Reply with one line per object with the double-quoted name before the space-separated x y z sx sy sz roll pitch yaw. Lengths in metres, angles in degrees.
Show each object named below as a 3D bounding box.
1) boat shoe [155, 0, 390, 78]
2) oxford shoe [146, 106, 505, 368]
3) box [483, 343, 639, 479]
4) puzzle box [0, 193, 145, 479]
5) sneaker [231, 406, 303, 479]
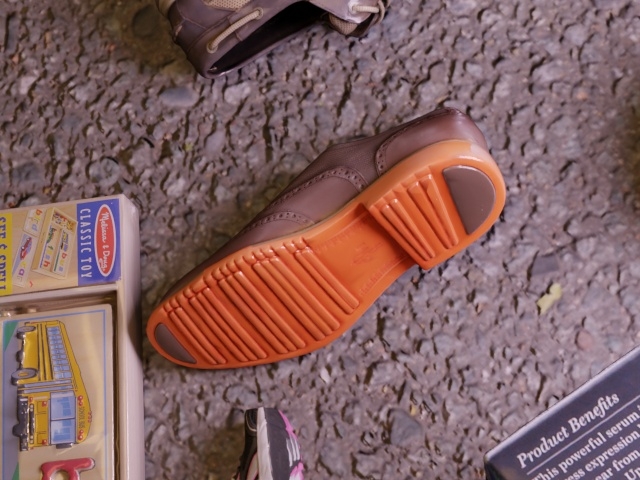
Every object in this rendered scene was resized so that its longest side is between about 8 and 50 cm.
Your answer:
"boat shoe" 0.018 -0.256 1.858 0.355 0.132 0.130 -22 78 15
"oxford shoe" 0.000 0.000 1.791 0.363 0.130 0.133 -27 35 11
"box" 0.317 0.294 1.415 0.212 0.293 0.395 -33 66 -9
"puzzle box" -0.300 0.168 1.825 0.272 0.052 0.409 -7 71 11
"sneaker" -0.063 0.235 1.738 0.077 0.072 0.178 -13 64 21
